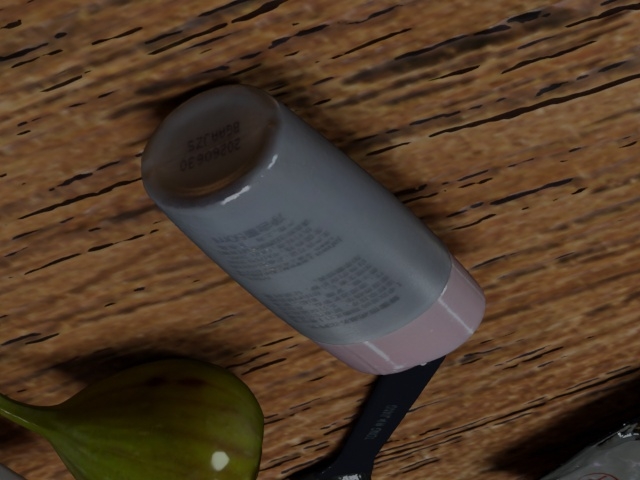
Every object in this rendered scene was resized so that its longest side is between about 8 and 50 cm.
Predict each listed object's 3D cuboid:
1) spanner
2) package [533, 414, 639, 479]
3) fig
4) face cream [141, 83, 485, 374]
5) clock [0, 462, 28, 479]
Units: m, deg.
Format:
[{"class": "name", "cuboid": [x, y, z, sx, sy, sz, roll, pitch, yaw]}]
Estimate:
[{"class": "spanner", "cuboid": [0.025, 0.105, 1.097, 0.046, 0.012, 0.208, 4, 148, -16]}, {"class": "package", "cuboid": [0.221, 0.110, 1.128, 0.154, 0.030, 0.239, 15, 142, -36]}, {"class": "fig", "cuboid": [-0.108, 0.090, 1.006, 0.166, 0.093, 0.093, 21, 149, 7]}, {"class": "face cream", "cuboid": [0.000, 0.000, 0.874, 0.084, 0.057, 0.198, -18, 150, 20]}, {"class": "clock", "cuboid": [-0.296, 0.142, 1.011, 0.262, 0.116, 0.231, -18, 153, 20]}]
